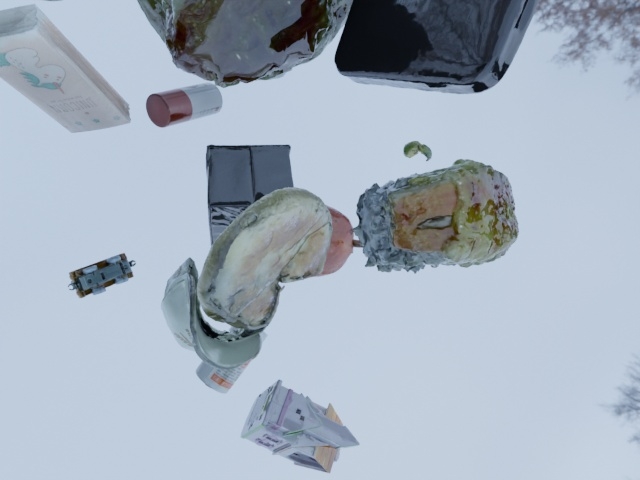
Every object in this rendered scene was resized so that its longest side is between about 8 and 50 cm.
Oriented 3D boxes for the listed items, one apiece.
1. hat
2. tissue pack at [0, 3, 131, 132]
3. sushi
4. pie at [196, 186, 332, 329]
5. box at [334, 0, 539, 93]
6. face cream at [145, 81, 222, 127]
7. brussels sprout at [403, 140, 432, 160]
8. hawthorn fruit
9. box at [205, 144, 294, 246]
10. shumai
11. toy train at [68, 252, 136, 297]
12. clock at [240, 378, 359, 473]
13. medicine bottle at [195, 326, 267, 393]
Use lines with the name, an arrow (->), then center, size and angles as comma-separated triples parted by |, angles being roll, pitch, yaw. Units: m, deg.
hat -> -0.254, 0.202, 0.981 | 0.168, 0.301, 0.258 | -46, -72, 3
tissue pack -> -0.586, -0.359, 0.983 | 0.325, 0.170, 0.071 | 63, -163, -71
sushi -> 0.170, -0.027, 0.621 | 0.274, 0.184, 0.139 | 2, -99, -51
pie -> -0.096, 0.032, 0.861 | 0.338, 0.075, 0.337 | -35, -37, -32
box -> 0.149, -0.328, 0.544 | 0.073, 0.290, 0.288 | 13, -79, -37
face cream -> -0.392, -0.397, 1.291 | 0.214, 0.096, 0.095 | -39, -48, -50
brussels sprout -> 0.274, -0.252, 1.241 | 0.046, 0.084, 0.050 | -22, -56, -57
hawthorn fruit -> 0.000, 0.000, 1.132 | 0.211, 0.299, 0.211 | 11, -90, -85
box -> -0.229, -0.124, 1.408 | 0.252, 0.345, 0.204 | -2, -113, -12
shumai -> -0.125, -0.384, 0.671 | 0.398, 0.323, 0.324 | -3, -48, 1
toy train -> -0.690, 0.110, 1.390 | 0.219, 0.127, 0.089 | -29, -75, -49
clock -> -0.052, 0.569, 1.337 | 0.310, 0.235, 0.166 | 30, -130, -8
medicine bottle -> -0.310, 0.397, 1.561 | 0.252, 0.145, 0.144 | -56, -46, -10
